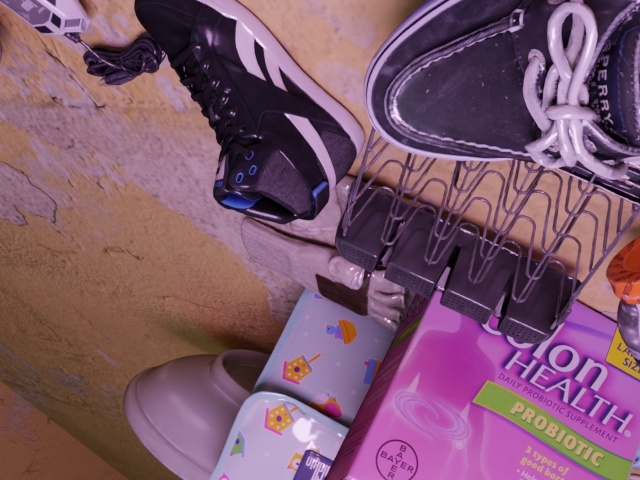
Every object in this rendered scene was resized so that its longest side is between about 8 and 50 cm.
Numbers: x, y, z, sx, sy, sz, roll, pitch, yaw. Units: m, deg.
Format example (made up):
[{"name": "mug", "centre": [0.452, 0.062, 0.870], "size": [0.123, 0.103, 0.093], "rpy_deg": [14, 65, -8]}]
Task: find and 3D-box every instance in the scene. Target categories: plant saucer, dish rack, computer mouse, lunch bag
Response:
[{"name": "plant saucer", "centre": [-0.061, 0.240, 1.145], "size": [0.401, 0.100, 0.400], "rpy_deg": [23, -171, -4]}, {"name": "dish rack", "centre": [0.122, -0.040, 0.604], "size": [0.208, 0.074, 0.271], "rpy_deg": [24, 143, 7]}, {"name": "computer mouse", "centre": [-0.224, -0.203, 0.706], "size": [0.193, 0.042, 0.106], "rpy_deg": [39, 157, -31]}, {"name": "lunch bag", "centre": [0.026, 0.211, 0.938], "size": [0.224, 0.262, 0.160], "rpy_deg": [26, 154, 9]}]

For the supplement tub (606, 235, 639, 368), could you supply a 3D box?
[{"name": "supplement tub", "centre": [0.283, 0.080, 0.577], "size": [0.190, 0.117, 0.117], "rpy_deg": [56, 148, -9]}]

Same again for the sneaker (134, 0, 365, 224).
[{"name": "sneaker", "centre": [-0.070, -0.097, 0.645], "size": [0.217, 0.121, 0.079], "rpy_deg": [37, 152, -16]}]

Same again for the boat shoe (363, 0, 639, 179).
[{"name": "boat shoe", "centre": [0.144, -0.082, 0.413], "size": [0.306, 0.105, 0.113], "rpy_deg": [0, 120, 32]}]

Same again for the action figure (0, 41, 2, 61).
[{"name": "action figure", "centre": [-0.439, -0.223, 0.741], "size": [0.330, 0.178, 0.341], "rpy_deg": [26, 179, -3]}]

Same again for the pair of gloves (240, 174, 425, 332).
[{"name": "pair of gloves", "centre": [0.000, 0.000, 0.839], "size": [0.204, 0.042, 0.240], "rpy_deg": [23, 152, 13]}]

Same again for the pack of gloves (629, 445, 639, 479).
[{"name": "pack of gloves", "centre": [0.415, 0.269, 0.899], "size": [0.195, 0.046, 0.232], "rpy_deg": [41, 151, -23]}]

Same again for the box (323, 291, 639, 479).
[{"name": "box", "centre": [0.153, 0.162, 0.744], "size": [0.214, 0.243, 0.117], "rpy_deg": [30, 153, 1]}]
